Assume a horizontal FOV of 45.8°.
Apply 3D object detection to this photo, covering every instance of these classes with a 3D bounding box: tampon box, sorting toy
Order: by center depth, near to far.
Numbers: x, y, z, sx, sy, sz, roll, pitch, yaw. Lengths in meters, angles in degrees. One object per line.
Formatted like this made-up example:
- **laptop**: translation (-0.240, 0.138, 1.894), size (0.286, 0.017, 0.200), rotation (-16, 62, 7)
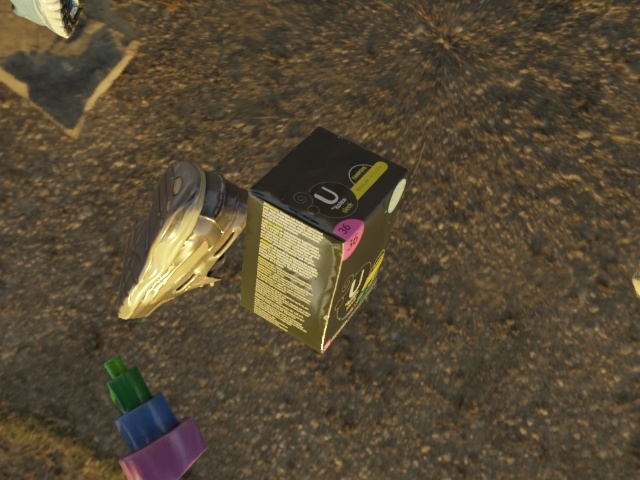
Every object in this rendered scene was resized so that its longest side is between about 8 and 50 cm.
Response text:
- **sorting toy**: translation (-0.275, 0.202, 0.595), size (0.366, 0.127, 0.126), rotation (-29, 88, 0)
- **tampon box**: translation (0.000, 0.000, 0.719), size (0.101, 0.120, 0.161), rotation (28, 139, 16)

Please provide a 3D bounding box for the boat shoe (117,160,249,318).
- **boat shoe**: translation (-0.196, 0.027, 1.066), size (0.130, 0.132, 0.355), rotation (14, 149, -22)

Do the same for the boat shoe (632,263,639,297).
- **boat shoe**: translation (0.368, 0.042, 0.817), size (0.059, 0.170, 0.063), rotation (8, 86, 27)

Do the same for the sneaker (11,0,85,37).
- **sneaker**: translation (-0.479, -0.456, 1.197), size (0.147, 0.330, 0.129), rotation (13, 62, -1)
